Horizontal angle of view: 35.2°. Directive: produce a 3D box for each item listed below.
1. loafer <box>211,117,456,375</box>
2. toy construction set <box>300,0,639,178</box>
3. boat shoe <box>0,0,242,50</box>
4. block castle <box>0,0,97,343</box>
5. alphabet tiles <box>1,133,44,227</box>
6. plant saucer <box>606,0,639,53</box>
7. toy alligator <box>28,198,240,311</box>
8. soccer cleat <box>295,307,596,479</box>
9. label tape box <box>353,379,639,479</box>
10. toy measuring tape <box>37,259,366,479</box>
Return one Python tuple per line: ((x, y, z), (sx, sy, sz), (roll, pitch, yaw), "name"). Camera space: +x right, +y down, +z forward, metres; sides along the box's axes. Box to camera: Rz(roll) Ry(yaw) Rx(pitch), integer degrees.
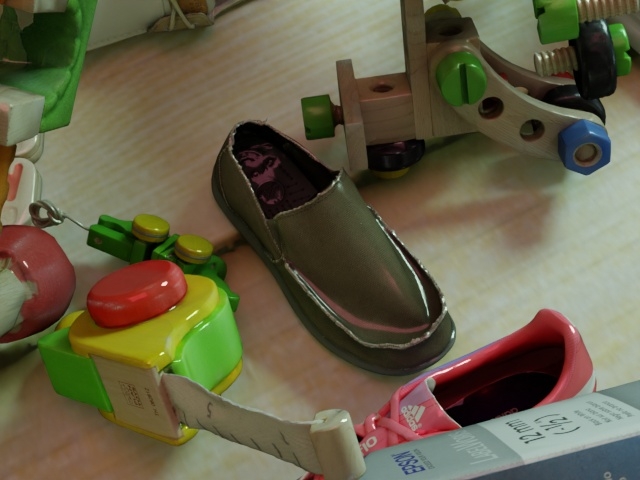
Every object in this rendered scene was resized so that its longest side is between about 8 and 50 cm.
((0.000, 0.000, 0.760), (0.094, 0.087, 0.251), (-40, 67, -18), "loafer")
((0.087, -0.189, 0.785), (0.237, 0.257, 0.309), (-11, 59, 9), "toy construction set")
((-0.133, -0.242, 0.887), (0.302, 0.113, 0.103), (-36, 60, -17), "boat shoe")
((-0.286, -0.164, 0.678), (0.303, 0.213, 0.453), (17, 105, 3), "block castle")
((-0.376, -0.055, 0.847), (0.284, 0.021, 0.278), (-5, 61, 0), "alphabet tiles")
((0.429, -0.291, 0.878), (0.400, 0.100, 0.401), (-3, 58, 5), "plant saucer")
((-0.137, 0.005, 0.789), (0.189, 0.056, 0.051), (24, 23, 16), "toy alligator")
((0.041, 0.151, 0.648), (0.318, 0.116, 0.108), (-28, 46, -13), "soccer cleat")
((0.117, 0.229, 0.557), (0.347, 0.115, 0.249), (-13, 92, -3), "label tape box")
((-0.069, 0.077, 0.659), (0.330, 0.121, 0.121), (6, 54, 46), "toy measuring tape")
